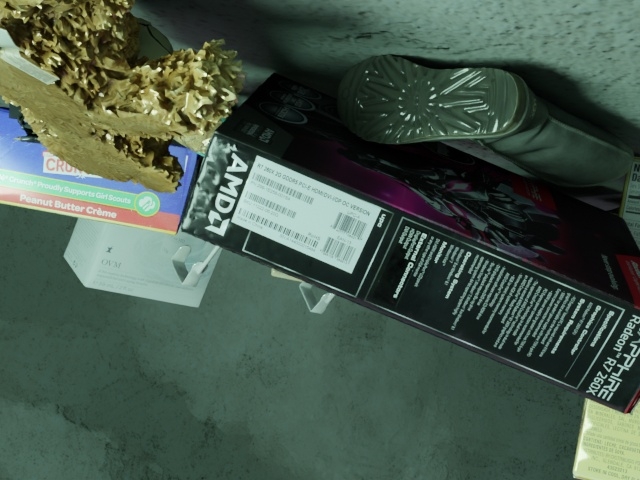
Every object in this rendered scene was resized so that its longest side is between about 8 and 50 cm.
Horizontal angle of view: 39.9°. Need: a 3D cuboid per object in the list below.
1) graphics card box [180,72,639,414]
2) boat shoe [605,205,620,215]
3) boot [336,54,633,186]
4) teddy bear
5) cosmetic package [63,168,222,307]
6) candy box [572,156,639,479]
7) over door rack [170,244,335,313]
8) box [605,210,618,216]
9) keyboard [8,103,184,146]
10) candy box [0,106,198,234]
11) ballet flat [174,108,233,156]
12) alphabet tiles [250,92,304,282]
[{"bbox_3d":[0.092,-0.013,0.742,0.371,0.094,0.233,22,-156,0],"label":"graphics card box"},{"bbox_3d":[0.447,0.000,1.142,0.207,0.073,0.073,21,174,-24],"label":"boat shoe"},{"bbox_3d":[0.143,-0.097,0.752,0.190,0.076,0.209,17,-171,38],"label":"boot"},{"bbox_3d":[-0.170,-0.147,0.560,0.245,0.113,0.338,11,162,30],"label":"teddy bear"},{"bbox_3d":[-0.291,-0.024,1.540,0.224,0.224,0.138,14,-167,-37],"label":"cosmetic package"},{"bbox_3d":[0.333,0.088,0.913,0.088,0.316,0.183,10,176,19],"label":"candy box"},{"bbox_3d":[0.000,0.000,1.116,0.240,0.108,0.324,16,138,-36],"label":"over door rack"},{"bbox_3d":[0.260,-0.035,1.110,0.159,0.044,0.233,13,-176,-22],"label":"box"},{"bbox_3d":[-0.204,-0.133,0.976,0.317,0.033,0.201,10,-156,16],"label":"keyboard"},{"bbox_3d":[-0.306,-0.100,1.200,0.268,0.122,0.317,12,-176,-8],"label":"candy box"},{"bbox_3d":[-0.156,-0.143,0.880,0.206,0.067,0.073,22,-134,35],"label":"ballet flat"},{"bbox_3d":[0.018,-0.045,0.862,0.198,0.237,0.009,13,137,-11],"label":"alphabet tiles"}]
